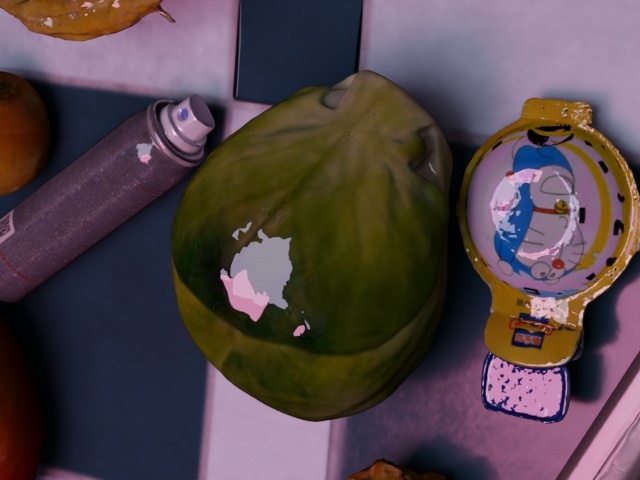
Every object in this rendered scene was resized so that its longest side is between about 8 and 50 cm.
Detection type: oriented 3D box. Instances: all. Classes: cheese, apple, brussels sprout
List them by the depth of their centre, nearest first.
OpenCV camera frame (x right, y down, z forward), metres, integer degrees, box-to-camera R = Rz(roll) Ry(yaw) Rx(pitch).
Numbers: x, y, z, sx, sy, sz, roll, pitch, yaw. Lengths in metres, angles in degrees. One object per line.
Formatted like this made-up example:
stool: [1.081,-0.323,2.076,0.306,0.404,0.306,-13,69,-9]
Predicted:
cheese: [0.171,0.016,1.312,0.157,0.064,0.250,8,98,31]
brussels sprout: [0.000,0.000,1.339,0.219,0.210,0.271,31,95,19]
apple: [-0.299,-0.097,1.554,0.099,0.102,0.114,25,107,27]

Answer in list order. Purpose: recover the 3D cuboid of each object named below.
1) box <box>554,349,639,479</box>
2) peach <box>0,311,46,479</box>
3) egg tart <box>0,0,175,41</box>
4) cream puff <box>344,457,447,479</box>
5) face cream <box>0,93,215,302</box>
box: [0.229,0.155,1.272,0.055,0.103,0.243,37,113,19]
peach: [-0.470,0.145,1.569,0.406,0.310,0.335,33,114,23]
egg tart: [-0.188,-0.330,1.431,0.352,0.153,0.339,-32,80,29]
cream puff: [0.054,0.234,1.389,0.094,0.122,0.116,51,157,24]
face cream: [-0.201,-0.040,1.520,0.283,0.073,0.073,-34,79,29]
